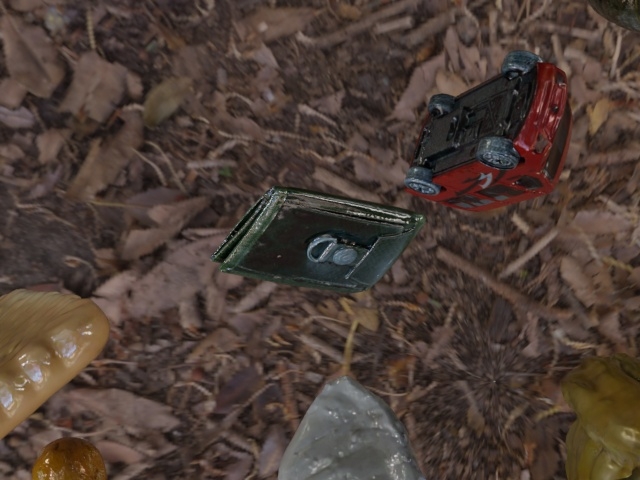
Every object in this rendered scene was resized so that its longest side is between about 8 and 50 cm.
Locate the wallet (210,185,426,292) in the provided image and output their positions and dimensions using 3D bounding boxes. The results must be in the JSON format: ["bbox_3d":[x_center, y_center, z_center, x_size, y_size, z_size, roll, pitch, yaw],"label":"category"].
[{"bbox_3d":[0.001,0.002,1.362,0.160,0.236,0.055,-49,47,36],"label":"wallet"}]

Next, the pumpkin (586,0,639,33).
[{"bbox_3d":[0.360,-0.320,1.114,0.224,0.157,0.223,-5,82,39],"label":"pumpkin"}]

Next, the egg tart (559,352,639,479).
[{"bbox_3d":[0.239,0.202,0.585,0.153,0.339,0.351,-50,35,7],"label":"egg tart"}]

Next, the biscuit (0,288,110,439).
[{"bbox_3d":[-0.205,0.110,0.471,0.250,0.160,0.030,-43,108,-22],"label":"biscuit"}]

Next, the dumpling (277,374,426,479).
[{"bbox_3d":[0.037,0.221,0.961,0.150,0.092,0.176,1,59,38],"label":"dumpling"}]

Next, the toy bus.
[{"bbox_3d":[0.138,-0.074,0.830,0.089,0.195,0.081,22,76,-16],"label":"toy bus"}]

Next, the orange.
[{"bbox_3d":[-0.256,0.240,1.098,0.070,0.083,0.083,-23,80,13],"label":"orange"}]
